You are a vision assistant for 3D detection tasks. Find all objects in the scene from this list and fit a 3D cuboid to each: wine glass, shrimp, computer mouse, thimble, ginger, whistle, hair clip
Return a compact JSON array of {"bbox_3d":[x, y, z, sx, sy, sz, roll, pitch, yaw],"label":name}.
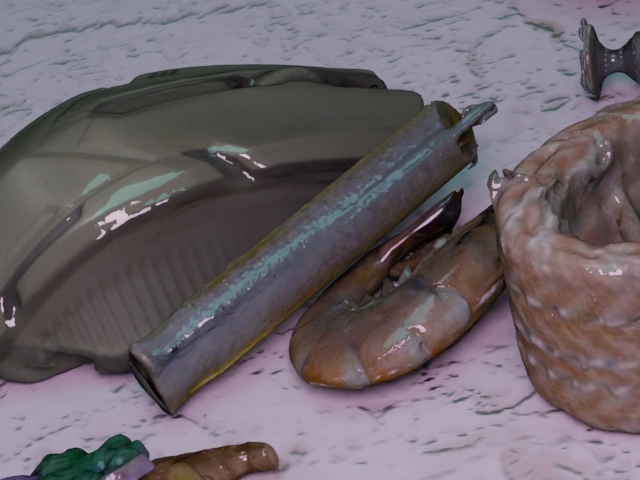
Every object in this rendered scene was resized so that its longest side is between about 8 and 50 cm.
[{"bbox_3d":[0.286,-0.148,1.442,0.155,0.072,0.072,-4,35,16],"label":"wine glass"},{"bbox_3d":[0.078,0.023,1.277,0.254,0.059,0.145,-45,28,-28],"label":"shrimp"},{"bbox_3d":[-0.119,-0.046,1.372,0.429,0.145,0.228,-27,33,-19],"label":"computer mouse"},{"bbox_3d":[0.225,0.006,1.170,0.229,0.148,0.196,-28,37,-17],"label":"thimble"},{"bbox_3d":[-0.076,0.149,1.168,0.097,0.030,0.048,-10,32,8],"label":"ginger"},{"bbox_3d":[0.001,0.001,1.283,0.326,0.057,0.068,-39,9,-18],"label":"whistle"},{"bbox_3d":[-0.184,0.182,1.151,0.195,0.052,0.124,-34,25,-34],"label":"hair clip"}]
